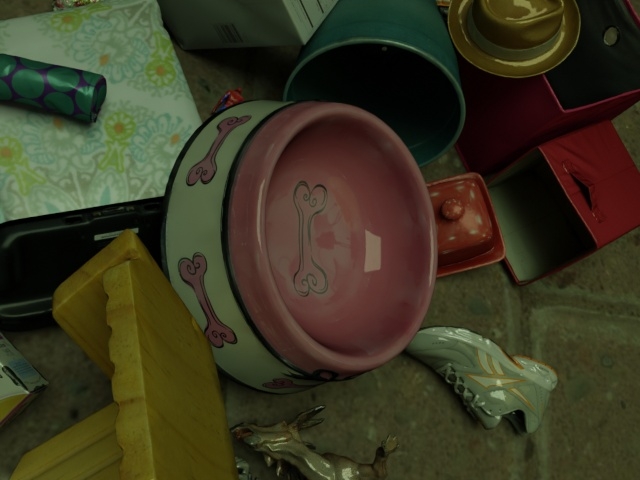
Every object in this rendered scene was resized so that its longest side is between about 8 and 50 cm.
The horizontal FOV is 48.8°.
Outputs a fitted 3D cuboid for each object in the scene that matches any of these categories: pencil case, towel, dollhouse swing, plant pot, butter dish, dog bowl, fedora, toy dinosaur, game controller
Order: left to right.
[{"bbox_3d":[-0.358,-0.195,0.909,0.151,0.070,0.065,11,38,-12],"label":"pencil case"},{"bbox_3d":[-0.243,0.242,0.668,0.304,0.315,0.347,-20,48,1],"label":"dollhouse swing"},{"bbox_3d":[-0.331,-0.150,0.986,0.320,0.090,0.375,-18,80,-21],"label":"towel"},{"bbox_3d":[-0.267,0.024,0.907,0.319,0.167,0.067,-12,37,-29],"label":"game controller"},{"bbox_3d":[0.000,0.000,0.935,0.407,0.150,0.408,7,79,-43],"label":"dog bowl"},{"bbox_3d":[0.028,0.327,0.931,0.127,0.200,0.296,-41,118,-25],"label":"toy dinosaur"},{"bbox_3d":[0.094,-0.287,1.120,0.271,0.272,0.255,19,53,-13],"label":"plant pot"},{"bbox_3d":[0.206,-0.035,1.118,0.159,0.118,0.160,-14,75,2],"label":"butter dish"},{"bbox_3d":[0.283,-0.330,1.016,0.194,0.079,0.195,-1,80,3],"label":"fedora"}]

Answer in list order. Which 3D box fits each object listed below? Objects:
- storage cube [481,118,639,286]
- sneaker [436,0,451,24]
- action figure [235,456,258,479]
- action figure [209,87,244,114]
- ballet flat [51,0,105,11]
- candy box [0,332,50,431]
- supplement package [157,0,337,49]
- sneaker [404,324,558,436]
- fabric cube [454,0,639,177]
[{"bbox_3d":[0.406,-0.061,1.171,0.193,0.215,0.184,-22,79,-32],"label":"storage cube"},{"bbox_3d":[0.270,-0.432,1.332,0.214,0.083,0.084,5,45,0],"label":"sneaker"},{"bbox_3d":[-0.108,0.359,0.849,0.275,0.164,0.141,0,104,-12],"label":"action figure"},{"bbox_3d":[-0.151,-0.202,1.116,0.038,0.030,0.115,33,58,-12],"label":"action figure"},{"bbox_3d":[-0.307,-0.394,1.112,0.241,0.091,0.077,-37,116,-24],"label":"ballet flat"},{"bbox_3d":[-0.460,0.143,0.816,0.159,0.071,0.233,-45,90,-3],"label":"candy box"},{"bbox_3d":[-0.128,-0.407,1.034,0.145,0.261,0.204,-58,138,-26],"label":"supplement package"},{"bbox_3d":[0.239,0.216,1.070,0.262,0.099,0.121,23,69,-10],"label":"sneaker"},{"bbox_3d":[0.371,-0.290,1.215,0.259,0.258,0.254,-18,77,-25],"label":"fabric cube"}]
